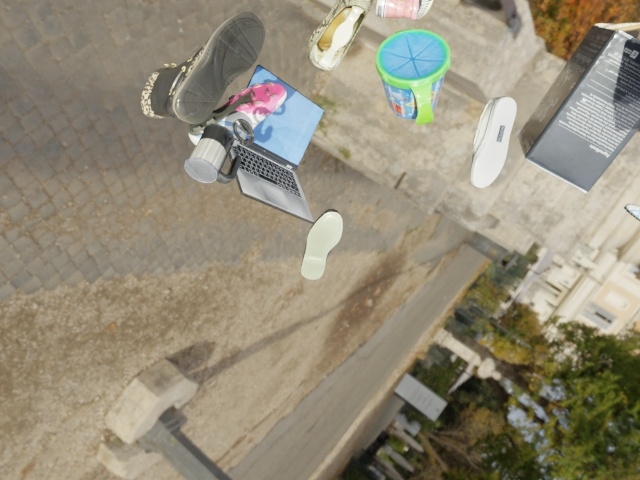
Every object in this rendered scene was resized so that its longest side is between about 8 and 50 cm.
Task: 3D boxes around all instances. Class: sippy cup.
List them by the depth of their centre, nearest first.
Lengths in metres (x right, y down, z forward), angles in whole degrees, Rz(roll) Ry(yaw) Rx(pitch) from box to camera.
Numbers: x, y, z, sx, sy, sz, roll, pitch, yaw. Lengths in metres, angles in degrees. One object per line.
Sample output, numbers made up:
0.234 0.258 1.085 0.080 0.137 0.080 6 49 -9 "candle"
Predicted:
0.303 -0.528 1.795 0.305 0.240 0.224 -61 160 -21 "sippy cup"

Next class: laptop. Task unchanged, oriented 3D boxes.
-0.121 -0.326 1.931 0.236 0.407 0.382 -36 148 25 "laptop"

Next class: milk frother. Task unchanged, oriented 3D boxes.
-0.246 -0.226 1.354 0.143 0.129 0.134 -51 -161 51 "milk frother"

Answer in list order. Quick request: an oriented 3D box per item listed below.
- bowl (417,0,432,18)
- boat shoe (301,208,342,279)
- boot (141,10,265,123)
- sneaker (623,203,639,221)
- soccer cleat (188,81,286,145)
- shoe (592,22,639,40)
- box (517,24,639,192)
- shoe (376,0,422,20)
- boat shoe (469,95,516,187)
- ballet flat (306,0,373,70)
0.196 -0.623 1.326 0.080 0.170 0.170 -17 145 -23 "bowl"
0.000 0.000 1.444 0.068 0.081 0.227 -86 -165 -53 "boat shoe"
-0.345 -0.488 1.562 0.138 0.284 0.377 41 71 -38 "boot"
1.136 -0.076 1.816 0.085 0.237 0.086 11 107 -46 "sneaker"
-0.249 -0.379 1.709 0.331 0.116 0.143 -24 142 3 "soccer cleat"
0.944 -0.648 1.692 0.219 0.058 0.076 -6 147 -13 "shoe"
0.784 -0.388 1.584 0.395 0.212 0.293 -62 179 27 "box"
0.162 -0.494 1.043 0.063 0.081 0.177 87 17 -67 "shoe"
0.489 -0.290 1.604 0.096 0.088 0.267 6 103 -21 "boat shoe"
0.056 -0.795 2.152 0.483 0.164 0.181 135 -31 -57 "ballet flat"
